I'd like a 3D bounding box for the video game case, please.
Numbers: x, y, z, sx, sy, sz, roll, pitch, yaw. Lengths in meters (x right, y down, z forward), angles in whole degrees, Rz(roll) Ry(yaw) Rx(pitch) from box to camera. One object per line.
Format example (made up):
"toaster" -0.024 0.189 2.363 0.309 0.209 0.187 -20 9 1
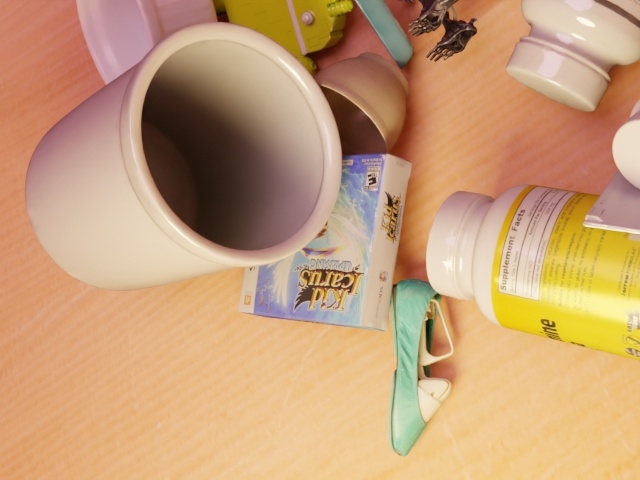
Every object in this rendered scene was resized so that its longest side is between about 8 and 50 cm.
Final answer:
"video game case" 0.000 0.000 1.443 0.270 0.061 0.244 1 81 47

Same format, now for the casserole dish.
"casserole dish" 0.083 -0.334 1.436 0.037 0.188 0.114 -33 36 9

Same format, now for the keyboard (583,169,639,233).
"keyboard" 0.392 -0.075 1.176 0.072 0.256 0.014 16 128 28

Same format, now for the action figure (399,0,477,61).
"action figure" 0.142 -0.406 1.412 0.141 0.164 0.275 -21 62 30

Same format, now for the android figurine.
"android figurine" -0.069 -0.368 1.556 0.273 0.056 0.248 -8 102 34

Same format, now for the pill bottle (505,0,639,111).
"pill bottle" 0.369 -0.336 1.260 0.176 0.176 0.318 30 96 32

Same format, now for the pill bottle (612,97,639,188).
"pill bottle" 0.441 -0.147 1.152 0.119 0.119 0.208 31 53 32

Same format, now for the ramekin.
"ramekin" -0.283 -0.363 1.615 0.277 0.135 0.277 40 142 40

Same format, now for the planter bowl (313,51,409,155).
"planter bowl" 0.064 -0.207 1.444 0.162 0.162 0.109 27 67 32

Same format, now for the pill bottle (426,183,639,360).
"pill bottle" 0.310 0.033 1.213 0.334 0.188 0.187 12 86 33

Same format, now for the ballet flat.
"ballet flat" 0.140 0.174 1.350 0.087 0.083 0.247 -3 79 22

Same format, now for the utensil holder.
"utensil holder" -0.214 -0.100 1.418 0.385 0.328 0.327 -14 72 52
